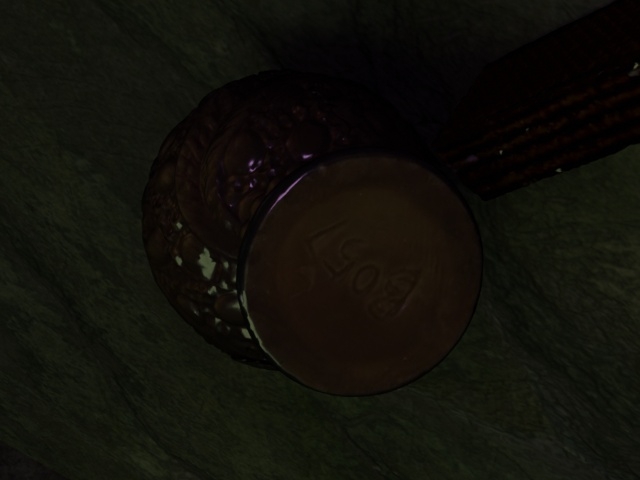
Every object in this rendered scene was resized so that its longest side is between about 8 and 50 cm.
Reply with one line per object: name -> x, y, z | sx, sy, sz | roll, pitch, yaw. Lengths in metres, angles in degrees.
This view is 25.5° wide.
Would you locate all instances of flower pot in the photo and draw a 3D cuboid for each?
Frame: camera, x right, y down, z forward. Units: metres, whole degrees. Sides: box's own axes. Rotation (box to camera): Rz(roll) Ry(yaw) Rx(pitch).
flower pot -> 0.000, 0.000, 1.167 | 0.266, 0.266, 0.267 | 47, 177, -21

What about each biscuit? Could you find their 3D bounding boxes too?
biscuit -> 0.232, -0.126, 1.002 | 0.073, 0.107, 0.388 | 44, 148, -16
